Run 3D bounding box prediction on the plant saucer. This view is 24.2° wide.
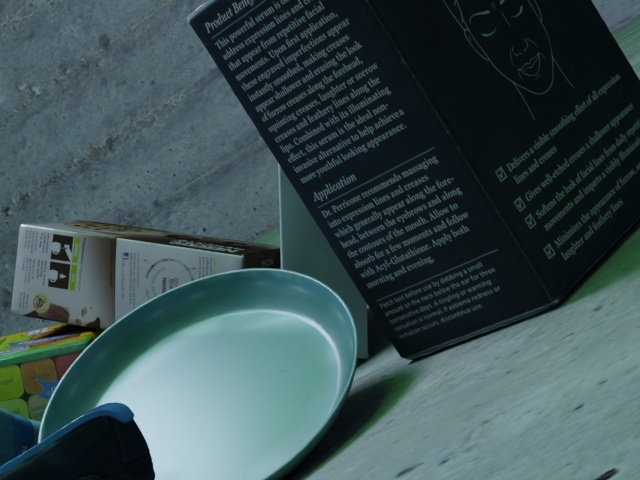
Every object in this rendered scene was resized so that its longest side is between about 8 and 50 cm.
[{"bbox_3d":[-0.109,0.148,1.385,0.318,0.043,0.317,-15,37,12],"label":"plant saucer"}]

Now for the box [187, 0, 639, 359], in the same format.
[{"bbox_3d":[0.120,-0.140,1.432,0.212,0.395,0.293,-26,8,46],"label":"box"}]

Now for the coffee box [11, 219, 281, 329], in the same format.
[{"bbox_3d":[-0.206,0.051,1.844,0.297,0.118,0.168,8,5,18],"label":"coffee box"}]

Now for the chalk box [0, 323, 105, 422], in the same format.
[{"bbox_3d":[-0.339,0.209,1.793,0.180,0.179,0.289,-11,4,-3],"label":"chalk box"}]

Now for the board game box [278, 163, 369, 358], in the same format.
[{"bbox_3d":[0.000,0.000,1.690,0.098,0.224,0.303,-1,6,-2],"label":"board game box"}]

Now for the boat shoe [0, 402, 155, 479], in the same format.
[{"bbox_3d":[-0.254,0.235,1.262,0.258,0.089,0.109,-34,-5,23],"label":"boat shoe"}]

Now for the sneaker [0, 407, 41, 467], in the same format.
[{"bbox_3d":[-0.354,0.241,1.495,0.208,0.127,0.319,-19,-28,41],"label":"sneaker"}]
